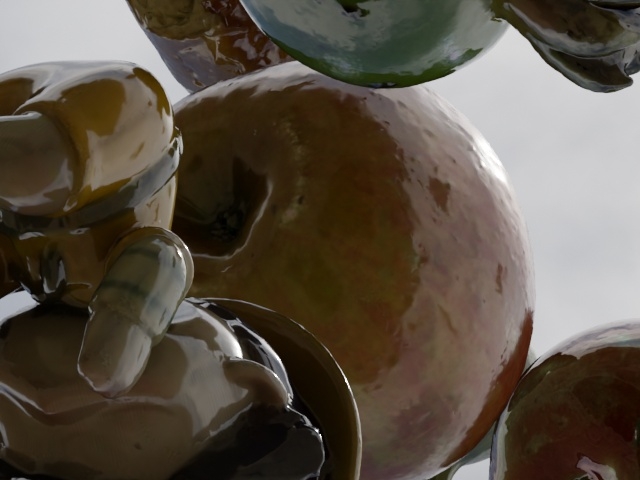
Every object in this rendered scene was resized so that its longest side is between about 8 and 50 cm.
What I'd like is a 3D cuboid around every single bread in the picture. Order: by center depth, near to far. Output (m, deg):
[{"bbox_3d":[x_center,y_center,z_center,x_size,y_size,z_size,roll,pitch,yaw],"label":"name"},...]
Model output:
[{"bbox_3d":[-0.078,-0.196,1.702,0.149,0.344,0.195,-37,-139,3],"label":"bread"}]

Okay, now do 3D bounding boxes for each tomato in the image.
[{"bbox_3d":[0.263,0.192,1.315,0.270,0.223,0.270,1,-88,49],"label":"tomato"}]

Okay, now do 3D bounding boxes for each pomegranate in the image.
[{"bbox_3d":[0.055,-0.157,0.802,0.248,0.202,0.202,32,-87,23],"label":"pomegranate"}]

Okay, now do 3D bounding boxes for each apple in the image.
[{"bbox_3d":[-0.005,0.014,1.101,0.301,0.301,0.301,-11,-111,30],"label":"apple"}]

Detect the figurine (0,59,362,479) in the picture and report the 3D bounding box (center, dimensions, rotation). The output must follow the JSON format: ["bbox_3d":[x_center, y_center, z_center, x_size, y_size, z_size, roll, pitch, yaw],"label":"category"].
[{"bbox_3d":[-0.080,0.055,0.688,0.192,0.167,0.257,13,-63,42],"label":"figurine"}]

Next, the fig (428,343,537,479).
[{"bbox_3d":[0.117,0.180,1.520,0.149,0.149,0.245,-1,-111,33],"label":"fig"}]
